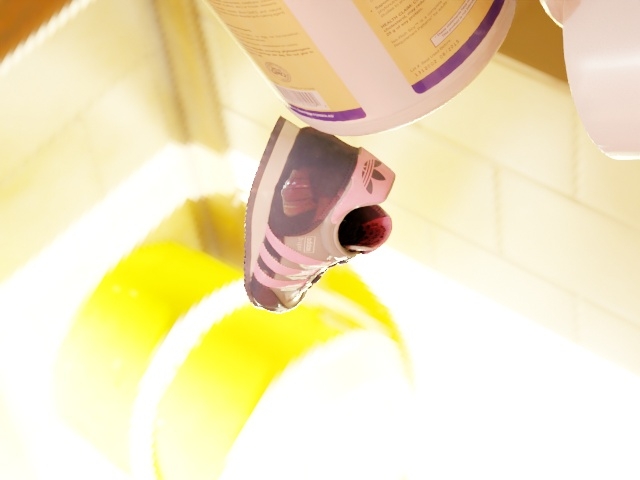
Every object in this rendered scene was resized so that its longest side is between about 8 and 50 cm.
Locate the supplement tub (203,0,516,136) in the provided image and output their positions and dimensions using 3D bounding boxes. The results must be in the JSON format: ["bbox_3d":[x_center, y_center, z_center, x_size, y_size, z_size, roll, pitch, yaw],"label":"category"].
[{"bbox_3d":[-0.004,-0.272,1.502,0.241,0.241,0.331,-53,134,-16],"label":"supplement tub"}]

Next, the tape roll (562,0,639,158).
[{"bbox_3d":[0.349,-0.196,1.668,0.246,0.169,0.246,-3,94,-57],"label":"tape roll"}]

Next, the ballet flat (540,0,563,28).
[{"bbox_3d":[0.360,-0.241,1.927,0.139,0.400,0.139,1,88,-28],"label":"ballet flat"}]

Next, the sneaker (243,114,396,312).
[{"bbox_3d":[0.000,0.000,1.758,0.319,0.131,0.112,93,15,-67],"label":"sneaker"}]
